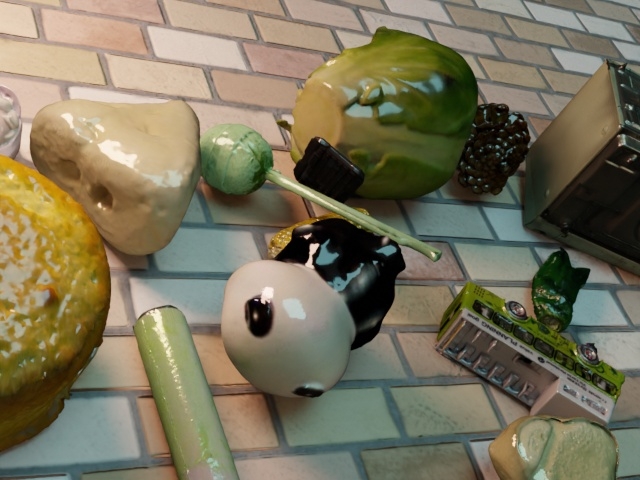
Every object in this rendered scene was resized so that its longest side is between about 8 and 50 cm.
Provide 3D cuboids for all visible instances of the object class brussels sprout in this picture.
[{"bbox_3d":[0.118,-0.227,1.720,0.315,0.276,0.371,40,40,13],"label":"brussels sprout"}]

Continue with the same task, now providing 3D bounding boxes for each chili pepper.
[{"bbox_3d":[0.442,0.080,1.795,0.098,0.061,0.224,30,41,6],"label":"chili pepper"}]

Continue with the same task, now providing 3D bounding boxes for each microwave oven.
[{"bbox_3d":[0.644,-0.106,1.915,0.394,0.333,0.247,22,46,-14],"label":"microwave oven"}]

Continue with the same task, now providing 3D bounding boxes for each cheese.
[{"bbox_3d":[-0.286,-0.093,1.396,0.251,0.173,0.248,8,37,-29],"label":"cheese"}]

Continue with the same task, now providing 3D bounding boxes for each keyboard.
[{"bbox_3d":[0.010,-0.103,1.568,0.106,0.262,0.016,38,78,-2],"label":"keyboard"}]

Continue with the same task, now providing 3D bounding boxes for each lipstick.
[{"bbox_3d":[-0.168,0.220,1.239,0.076,0.076,0.304,-1,51,-34],"label":"lipstick"}]

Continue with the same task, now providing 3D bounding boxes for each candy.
[{"bbox_3d":[-0.006,-0.069,1.525,0.440,0.119,0.119,25,37,19],"label":"candy"}]

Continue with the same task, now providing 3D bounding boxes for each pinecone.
[{"bbox_3d":[0.327,-0.183,1.894,0.150,0.179,0.195,32,22,12],"label":"pinecone"}]

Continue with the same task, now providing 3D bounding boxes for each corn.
[{"bbox_3d":[0.000,0.000,1.569,0.080,0.080,0.238,49,39,17],"label":"corn"}]

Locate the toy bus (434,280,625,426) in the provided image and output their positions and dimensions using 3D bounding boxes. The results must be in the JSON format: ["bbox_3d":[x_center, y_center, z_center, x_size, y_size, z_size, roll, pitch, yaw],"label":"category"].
[{"bbox_3d":[0.334,0.200,1.570,0.302,0.113,0.139,32,40,2],"label":"toy bus"}]

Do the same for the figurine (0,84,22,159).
[{"bbox_3d":[-0.509,-0.117,1.311,0.200,0.133,0.276,44,44,-6],"label":"figurine"}]

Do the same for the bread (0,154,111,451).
[{"bbox_3d":[-0.405,0.061,1.105,0.358,0.204,0.337,38,56,-18],"label":"bread"}]

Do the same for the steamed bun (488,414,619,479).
[{"bbox_3d":[0.331,0.340,1.419,0.212,0.110,0.231,38,42,-11],"label":"steamed bun"}]

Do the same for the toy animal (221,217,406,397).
[{"bbox_3d":[-0.026,0.101,1.361,0.212,0.212,0.267,42,52,10],"label":"toy animal"}]
